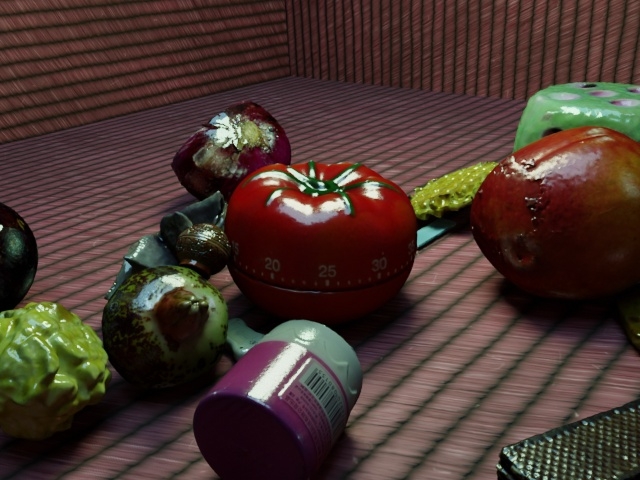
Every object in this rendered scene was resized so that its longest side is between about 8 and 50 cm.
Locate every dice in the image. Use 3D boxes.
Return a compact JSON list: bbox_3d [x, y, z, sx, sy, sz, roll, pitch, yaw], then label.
[{"bbox_3d":[0.667,-0.204,1.545,0.318,0.322,0.330,16,32,35],"label":"dice"}]

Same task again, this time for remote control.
[{"bbox_3d":[-0.147,0.182,1.148,0.074,0.032,0.122,-21,30,-34],"label":"remote control"}]

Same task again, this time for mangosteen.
[{"bbox_3d":[-0.719,0.046,1.273,0.288,0.288,0.288,-3,24,1],"label":"mangosteen"}]

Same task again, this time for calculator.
[{"bbox_3d":[0.269,-0.019,1.554,0.057,0.018,0.172,17,31,40],"label":"calculator"}]

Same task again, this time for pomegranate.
[{"bbox_3d":[-0.242,0.136,1.027,0.214,0.214,0.248,-21,-4,-33],"label":"pomegranate"}]

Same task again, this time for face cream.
[{"bbox_3d":[-0.051,0.226,0.866,0.175,0.175,0.195,9,26,25],"label":"face cream"}]

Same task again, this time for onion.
[{"bbox_3d":[-0.233,-0.211,1.771,0.282,0.260,0.337,-34,7,47],"label":"onion"}]

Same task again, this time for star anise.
[{"bbox_3d":[-0.294,0.030,1.275,0.117,0.331,0.332,44,40,10],"label":"star anise"}]

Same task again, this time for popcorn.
[{"bbox_3d":[-0.431,0.187,0.944,0.181,0.217,0.235,-42,1,-4],"label":"popcorn"}]

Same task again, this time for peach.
[{"bbox_3d":[0.480,-0.054,1.219,0.370,0.370,0.370,-3,24,1],"label":"peach"}]

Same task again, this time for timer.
[{"bbox_3d":[0.000,0.000,1.238,0.378,0.279,0.378,0,23,0],"label":"timer"}]

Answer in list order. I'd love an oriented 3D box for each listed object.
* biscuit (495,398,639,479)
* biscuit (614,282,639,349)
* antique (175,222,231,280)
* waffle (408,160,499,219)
[{"bbox_3d":[0.421,0.274,0.823,0.388,0.073,0.107,-13,27,-18],"label":"biscuit"},{"bbox_3d":[0.703,0.151,1.090,0.359,0.046,0.359,-4,24,2],"label":"biscuit"},{"bbox_3d":[-0.210,0.016,1.128,0.104,0.104,0.104,-3,24,1],"label":"antique"},{"bbox_3d":[0.345,-0.133,1.653,0.307,0.060,0.312,-22,10,8],"label":"waffle"}]
